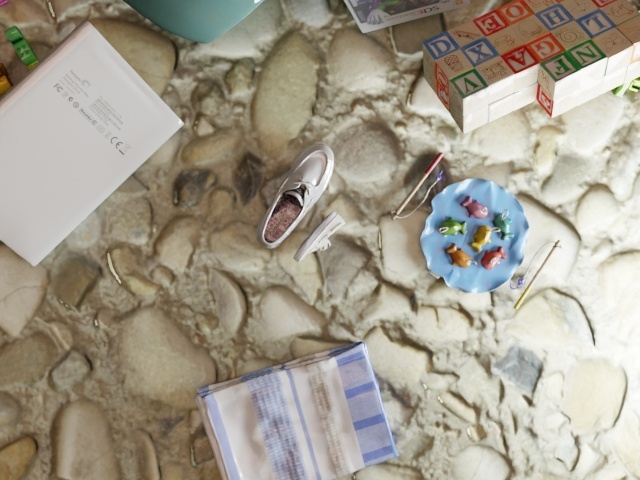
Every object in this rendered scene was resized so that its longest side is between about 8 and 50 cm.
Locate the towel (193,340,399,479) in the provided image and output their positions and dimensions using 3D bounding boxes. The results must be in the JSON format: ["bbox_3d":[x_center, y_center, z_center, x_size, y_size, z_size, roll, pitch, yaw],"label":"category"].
[{"bbox_3d":[-0.035,0.291,1.276,0.285,0.034,0.209,-16,95,-7],"label":"towel"}]

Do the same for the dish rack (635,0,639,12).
[{"bbox_3d":[0.596,-0.376,1.297,0.208,0.074,0.271,-38,88,-4],"label":"dish rack"}]

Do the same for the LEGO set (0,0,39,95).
[{"bbox_3d":[-0.459,-0.273,1.163,0.087,0.093,0.227,-31,96,-5],"label":"LEGO set"}]

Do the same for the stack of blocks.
[{"bbox_3d":[0.325,-0.277,1.228,0.297,0.087,0.171,-25,59,-5],"label":"stack of blocks"}]

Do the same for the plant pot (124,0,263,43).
[{"bbox_3d":[-0.170,-0.417,1.110,0.293,0.293,0.235,-45,113,-3],"label":"plant pot"}]

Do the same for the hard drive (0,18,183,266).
[{"bbox_3d":[-0.377,-0.136,1.171,0.307,0.040,0.203,-44,122,-3],"label":"hard drive"}]

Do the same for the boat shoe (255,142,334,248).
[{"bbox_3d":[-0.039,-0.069,1.243,0.066,0.063,0.184,39,88,-7],"label":"boat shoe"}]

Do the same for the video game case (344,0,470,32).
[{"bbox_3d":[0.110,-0.378,1.164,0.173,0.190,0.022,-10,65,19],"label":"video game case"}]

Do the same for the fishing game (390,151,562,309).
[{"bbox_3d":[0.248,-0.007,1.297,0.264,0.041,0.189,39,85,-7],"label":"fishing game"}]

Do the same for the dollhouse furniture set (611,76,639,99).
[{"bbox_3d":[0.543,-0.246,1.296,0.151,0.076,0.059,14,127,-9],"label":"dollhouse furniture set"}]

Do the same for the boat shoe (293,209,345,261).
[{"bbox_3d":[0.000,0.000,1.267,0.035,0.035,0.100,42,80,-5],"label":"boat shoe"}]
